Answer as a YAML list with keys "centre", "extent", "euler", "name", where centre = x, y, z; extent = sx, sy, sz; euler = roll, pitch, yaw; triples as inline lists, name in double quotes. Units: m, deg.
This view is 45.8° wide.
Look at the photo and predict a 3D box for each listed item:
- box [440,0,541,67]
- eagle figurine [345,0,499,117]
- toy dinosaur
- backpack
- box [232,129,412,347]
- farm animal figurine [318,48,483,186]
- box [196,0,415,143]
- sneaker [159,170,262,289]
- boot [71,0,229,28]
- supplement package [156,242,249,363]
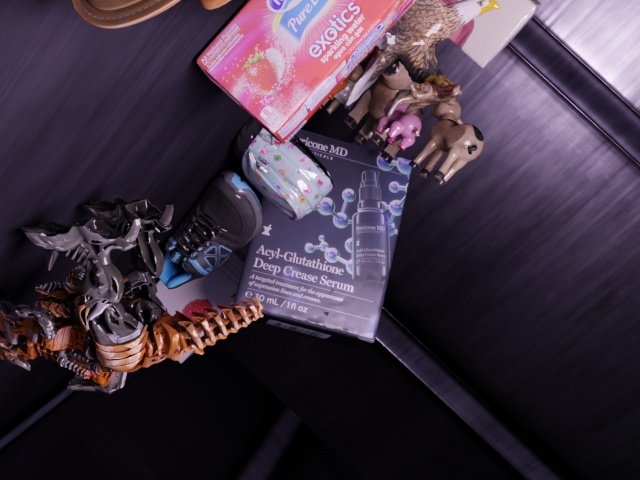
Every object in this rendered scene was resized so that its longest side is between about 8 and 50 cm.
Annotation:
- centre: [0.230, -0.410, 1.239]
  extent: [0.127, 0.232, 0.148]
  euler: [-48, 178, 26]
  name: "box"
- centre: [0.138, -0.334, 1.057]
  extent: [0.225, 0.299, 0.226]
  euler: [-17, -175, -32]
  name: "eagle figurine"
- centre: [-0.228, 0.071, 0.861]
  extent: [0.321, 0.219, 0.164]
  euler: [-6, -166, -5]
  name: "toy dinosaur"
- centre: [-0.066, -0.126, 1.329]
  extent: [0.115, 0.182, 0.152]
  euler: [-47, 180, -3]
  name: "backpack"
- centre: [0.000, 0.000, 1.616]
  extent: [0.212, 0.293, 0.396]
  euler: [125, -22, -76]
  name: "box"
- centre: [0.147, -0.250, 1.391]
  extent: [0.172, 0.330, 0.327]
  euler: [-51, 178, -1]
  name: "farm animal figurine"
- centre: [-0.006, -0.247, 0.870]
  extent: [0.257, 0.122, 0.128]
  euler: [-47, 179, 3]
  name: "box"
- centre: [-0.217, -0.004, 1.462]
  extent: [0.139, 0.125, 0.341]
  euler: [-37, 170, -37]
  name: "sneaker"
- centre: [-0.092, -0.205, 0.559]
  extent: [0.197, 0.073, 0.152]
  euler: [-44, -178, -10]
  name: "boot"
- centre: [-0.284, 0.121, 1.844]
  extent: [0.293, 0.177, 0.175]
  euler: [-48, 179, 11]
  name: "supplement package"
